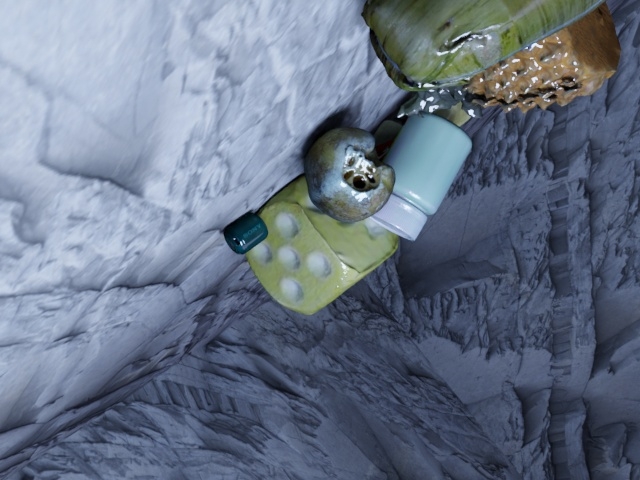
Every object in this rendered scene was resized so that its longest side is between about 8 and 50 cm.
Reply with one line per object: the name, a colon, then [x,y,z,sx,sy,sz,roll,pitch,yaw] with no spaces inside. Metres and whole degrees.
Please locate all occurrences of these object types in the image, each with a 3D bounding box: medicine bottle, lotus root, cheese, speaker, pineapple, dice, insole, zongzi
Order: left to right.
speaker: [-0.150,-0.017,1.168,0.075,0.060,0.094,-36,-151,-24]
dice: [0.000,0.000,1.280,0.238,0.233,0.227,-32,172,-48]
lotus root: [0.038,-0.108,1.081,0.140,0.158,0.322,-36,-176,-3]
insole: [0.126,-0.211,1.365,0.063,0.010,0.192,9,154,-17]
medicine bottle: [0.183,-0.126,1.181,0.225,0.139,0.139,-61,175,-2]
cheese: [0.258,-0.280,1.318,0.123,0.094,0.167,-45,165,22]
pineapple: [0.284,-0.295,1.017,0.357,0.223,0.223,-18,-168,48]
zongzi: [0.225,-0.285,0.729,0.323,0.160,0.360,-36,169,15]

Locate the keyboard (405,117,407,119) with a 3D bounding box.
keyboard: [0.247,-0.323,1.404,0.074,0.015,0.196,-30,170,-34]

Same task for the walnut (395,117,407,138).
walnut: [0.187,-0.238,1.393,0.096,0.082,0.079,-32,143,-44]

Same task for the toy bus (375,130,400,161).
toy bus: [0.148,-0.165,1.336,0.195,0.089,0.081,-21,149,28]
